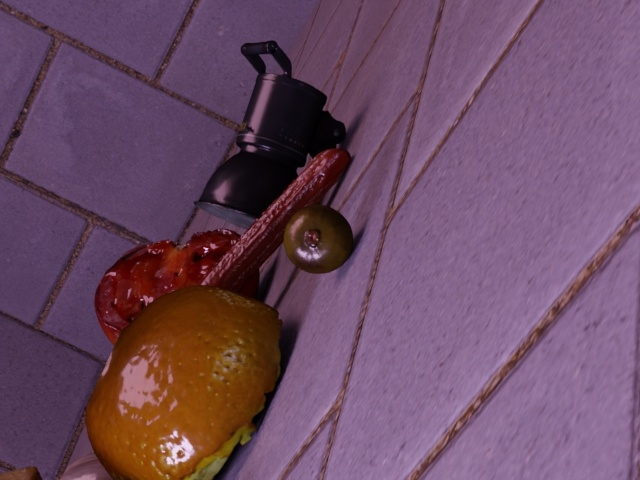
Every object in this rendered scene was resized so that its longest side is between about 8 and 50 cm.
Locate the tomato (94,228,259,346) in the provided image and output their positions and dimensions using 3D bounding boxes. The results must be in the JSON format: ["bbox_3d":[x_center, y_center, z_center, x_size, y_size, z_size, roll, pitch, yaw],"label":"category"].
[{"bbox_3d":[-0.185,0.096,2.173,0.200,0.233,0.139,-73,-32,-43],"label":"tomato"}]

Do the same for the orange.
[{"bbox_3d":[-0.157,0.172,1.801,0.262,0.196,0.334,-51,-1,-9],"label":"orange"}]

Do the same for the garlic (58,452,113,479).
[{"bbox_3d":[-0.278,0.361,1.968,0.228,0.152,0.228,-55,10,14],"label":"garlic"}]

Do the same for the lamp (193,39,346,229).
[{"bbox_3d":[-0.054,-0.126,2.065,0.147,0.172,0.227,7,75,60],"label":"lamp"}]

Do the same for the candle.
[{"bbox_3d":[-0.081,0.006,1.957,0.329,0.048,0.051,-47,37,0],"label":"candle"}]

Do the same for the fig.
[{"bbox_3d":[0.000,0.000,1.641,0.074,0.074,0.088,-63,-10,0],"label":"fig"}]

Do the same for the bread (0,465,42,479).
[{"bbox_3d":[-0.447,0.482,2.083,0.279,0.207,0.279,-88,-12,-78],"label":"bread"}]
